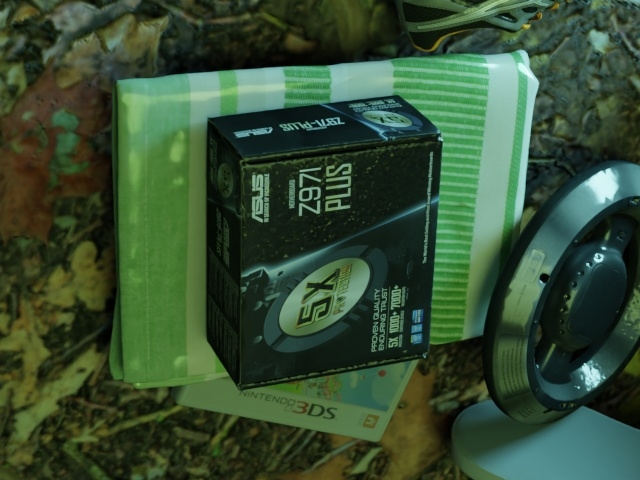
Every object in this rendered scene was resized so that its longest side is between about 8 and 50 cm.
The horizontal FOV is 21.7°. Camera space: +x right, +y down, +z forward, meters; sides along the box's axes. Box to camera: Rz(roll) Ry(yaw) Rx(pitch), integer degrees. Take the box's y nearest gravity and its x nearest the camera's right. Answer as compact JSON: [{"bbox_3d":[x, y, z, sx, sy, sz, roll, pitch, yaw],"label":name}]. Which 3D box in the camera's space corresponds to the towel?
[{"bbox_3d":[0.004,-0.018,1.233,0.325,0.038,0.248,-7,118,-21],"label":"towel"}]

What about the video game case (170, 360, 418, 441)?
[{"bbox_3d":[0.007,0.051,1.307,0.193,0.023,0.212,14,109,-31],"label":"video game case"}]

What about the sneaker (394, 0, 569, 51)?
[{"bbox_3d":[0.149,-0.195,1.213,0.215,0.084,0.083,-11,123,-9],"label":"sneaker"}]

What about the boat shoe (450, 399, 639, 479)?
[{"bbox_3d":[0.257,0.215,1.416,0.306,0.113,0.105,8,131,1],"label":"boat shoe"}]

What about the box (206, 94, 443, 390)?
[{"bbox_3d":[0.000,0.000,1.171,0.147,0.077,0.180,-8,118,-20],"label":"box"}]

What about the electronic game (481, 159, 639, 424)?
[{"bbox_3d":[0.210,0.044,1.353,0.229,0.048,0.229,-27,130,-37],"label":"electronic game"}]
